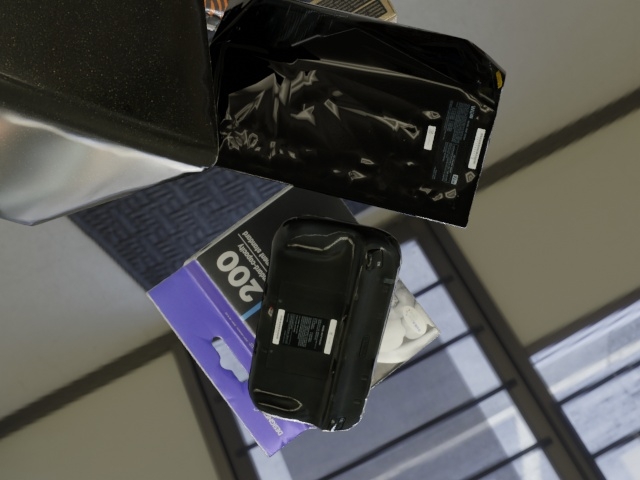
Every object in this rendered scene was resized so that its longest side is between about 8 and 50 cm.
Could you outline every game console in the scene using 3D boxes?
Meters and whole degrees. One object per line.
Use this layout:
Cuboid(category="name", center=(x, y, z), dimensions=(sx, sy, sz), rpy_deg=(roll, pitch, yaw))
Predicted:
Cuboid(category="game console", center=(0.000, 0.000, 0.726), dimensions=(0.213, 0.044, 0.361), rpy_deg=(15, 118, 7))

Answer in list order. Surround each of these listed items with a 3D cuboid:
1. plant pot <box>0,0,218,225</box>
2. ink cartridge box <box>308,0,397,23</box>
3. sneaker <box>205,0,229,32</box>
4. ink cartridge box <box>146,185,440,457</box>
Cuboid(category="plant pot", center=(-0.190, -0.123, 0.545), dimensions=(0.188, 0.187, 0.167), rpy_deg=(-13, 168, 33))
Cuboid(category="ink cartridge box", center=(0.019, -0.275, 1.373), dimensions=(0.193, 0.088, 0.235), rpy_deg=(-31, 167, 1))
Cuboid(category="sneaker", center=(-0.213, -0.474, 1.625), dimensions=(0.321, 0.124, 0.180), rpy_deg=(0, 147, -45))
Cuboid(category="ink cartridge box", center=(-0.026, 0.070, 0.890), dimensions=(0.208, 0.206, 0.045), rpy_deg=(-37, -177, -9))
